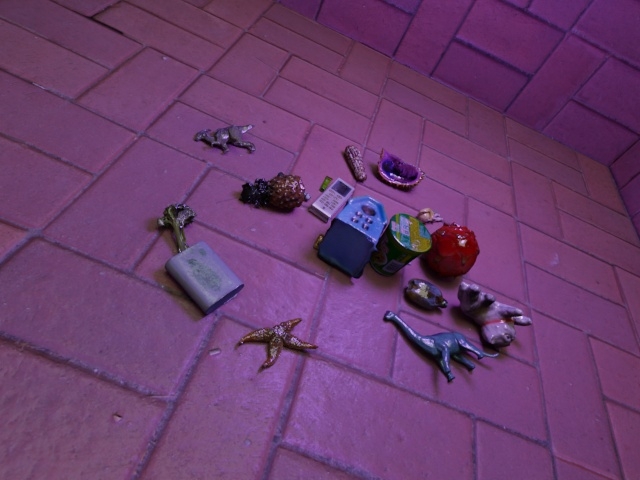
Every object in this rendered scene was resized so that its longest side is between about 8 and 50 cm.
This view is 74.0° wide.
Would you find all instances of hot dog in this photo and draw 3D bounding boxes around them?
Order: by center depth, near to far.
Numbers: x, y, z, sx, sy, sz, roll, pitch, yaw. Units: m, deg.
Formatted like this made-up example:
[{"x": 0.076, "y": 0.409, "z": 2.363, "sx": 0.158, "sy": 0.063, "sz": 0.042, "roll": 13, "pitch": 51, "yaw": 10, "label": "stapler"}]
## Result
[{"x": 0.000, "y": 0.000, "z": 1.822, "sx": 0.030, "sy": 0.034, "sz": 0.090, "roll": 28, "pitch": 45, "yaw": -1, "label": "hot dog"}]

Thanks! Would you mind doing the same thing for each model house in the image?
[{"x": 0.148, "y": -0.037, "z": 1.788, "sx": 0.215, "sy": 0.237, "sz": 0.303, "roll": 29, "pitch": 42, "yaw": 2, "label": "model house"}]

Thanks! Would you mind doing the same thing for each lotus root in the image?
[{"x": 0.454, "y": 0.234, "z": 1.805, "sx": 0.192, "sy": 0.088, "sz": 0.113, "roll": 27, "pitch": 61, "yaw": -3, "label": "lotus root"}]

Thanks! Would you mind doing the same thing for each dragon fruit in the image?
[{"x": 0.594, "y": 0.044, "z": 1.923, "sx": 0.241, "sy": 0.252, "sz": 0.241, "roll": 44, "pitch": 20, "yaw": -21, "label": "dragon fruit"}]

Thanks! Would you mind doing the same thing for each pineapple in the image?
[{"x": -0.213, "y": -0.215, "z": 1.837, "sx": 0.278, "sy": 0.158, "sz": 0.158, "roll": 0, "pitch": 51, "yaw": -12, "label": "pineapple"}]

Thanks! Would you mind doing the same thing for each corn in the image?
[{"x": 0.187, "y": -0.407, "z": 2.237, "sx": 0.079, "sy": 0.079, "sz": 0.237, "roll": 1, "pitch": 55, "yaw": -25, "label": "corn"}]

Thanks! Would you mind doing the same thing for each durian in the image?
[{"x": 0.428, "y": -0.370, "z": 2.286, "sx": 0.260, "sy": 0.154, "sz": 0.186, "roll": 33, "pitch": 23, "yaw": 11, "label": "durian"}]

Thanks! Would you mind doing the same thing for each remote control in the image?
[{"x": 0.060, "y": -0.197, "z": 2.004, "sx": 0.103, "sy": 0.055, "sz": 0.277, "roll": 36, "pitch": 46, "yaw": 5, "label": "remote control"}]

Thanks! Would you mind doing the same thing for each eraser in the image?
[{"x": -0.403, "y": 0.126, "z": 1.483, "sx": 0.227, "sy": 0.081, "sz": 0.174, "roll": 45, "pitch": 50, "yaw": 12, "label": "eraser"}]

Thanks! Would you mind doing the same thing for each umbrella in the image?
[{"x": -0.121, "y": -0.252, "z": 1.969, "sx": 0.188, "sy": 0.046, "sz": 0.050, "roll": 36, "pitch": 66, "yaw": 6, "label": "umbrella"}]

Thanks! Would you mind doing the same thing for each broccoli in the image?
[{"x": -0.519, "y": -0.037, "z": 1.571, "sx": 0.122, "sy": 0.118, "sz": 0.204, "roll": 15, "pitch": 56, "yaw": -56, "label": "broccoli"}]

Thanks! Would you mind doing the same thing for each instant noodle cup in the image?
[{"x": 0.326, "y": 0.036, "z": 1.808, "sx": 0.207, "sy": 0.233, "sz": 0.207, "roll": 16, "pitch": 47, "yaw": -17, "label": "instant noodle cup"}]

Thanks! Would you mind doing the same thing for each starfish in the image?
[{"x": -0.145, "y": 0.350, "z": 1.448, "sx": 0.247, "sy": 0.050, "sz": 0.138, "roll": -15, "pitch": 60, "yaw": -27, "label": "starfish"}]

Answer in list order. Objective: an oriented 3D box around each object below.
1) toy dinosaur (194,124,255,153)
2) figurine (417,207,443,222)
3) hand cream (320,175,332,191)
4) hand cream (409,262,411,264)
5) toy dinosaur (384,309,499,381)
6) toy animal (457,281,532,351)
[{"x": -0.433, "y": -0.484, "z": 1.995, "sx": 0.294, "sy": 0.077, "sz": 0.162, "roll": -9, "pitch": 57, "yaw": -31, "label": "toy dinosaur"}, {"x": 0.565, "y": -0.129, "z": 2.184, "sx": 0.187, "sy": 0.083, "sz": 0.083, "roll": 3, "pitch": 50, "yaw": -36, "label": "figurine"}, {"x": 0.027, "y": -0.279, "z": 2.082, "sx": 0.036, "sy": 0.023, "sz": 0.122, "roll": 26, "pitch": 42, "yaw": 1, "label": "hand cream"}, {"x": 0.390, "y": -0.004, "z": 2.008, "sx": 0.084, "sy": 0.050, "sz": 0.257, "roll": 18, "pitch": 49, "yaw": -15, "label": "hand cream"}, {"x": 0.481, "y": 0.375, "z": 1.703, "sx": 0.383, "sy": 0.129, "sz": 0.331, "roll": -8, "pitch": 47, "yaw": -32, "label": "toy dinosaur"}, {"x": 0.690, "y": 0.319, "z": 1.781, "sx": 0.266, "sy": 0.188, "sz": 0.308, "roll": 28, "pitch": -5, "yaw": 44, "label": "toy animal"}]
